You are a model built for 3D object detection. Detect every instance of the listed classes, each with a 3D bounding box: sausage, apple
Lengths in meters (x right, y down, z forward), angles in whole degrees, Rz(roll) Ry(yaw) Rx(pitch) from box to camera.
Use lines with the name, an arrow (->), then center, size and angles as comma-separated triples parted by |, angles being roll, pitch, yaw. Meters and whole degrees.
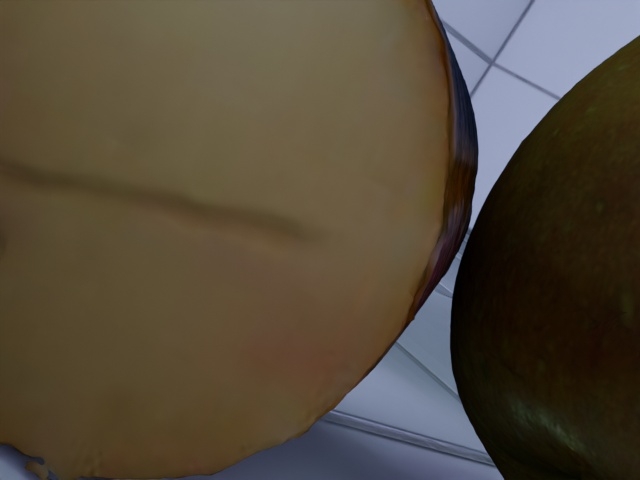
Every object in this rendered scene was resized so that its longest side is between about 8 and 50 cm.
sausage -> -0.043, -0.041, 0.478 | 0.233, 0.233, 0.287 | 33, 8, 5
apple -> 0.269, 0.056, 0.549 | 0.384, 0.374, 0.374 | 44, 11, 19
